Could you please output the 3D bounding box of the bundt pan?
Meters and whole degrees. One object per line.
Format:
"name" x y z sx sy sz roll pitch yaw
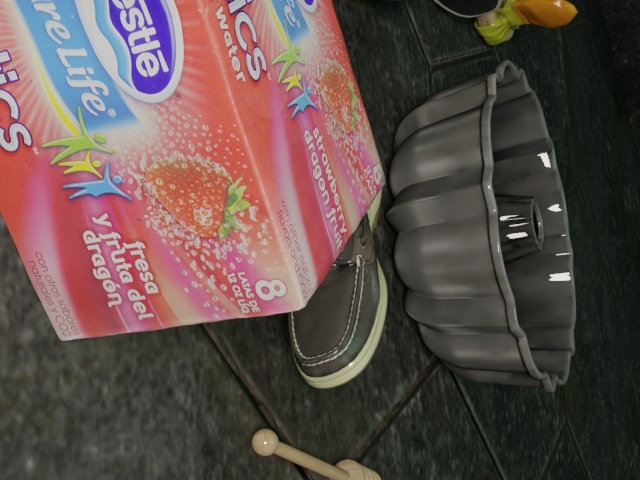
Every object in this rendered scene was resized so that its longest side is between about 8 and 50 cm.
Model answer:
"bundt pan" 0.161 -0.008 1.003 0.331 0.124 0.331 -8 90 -66

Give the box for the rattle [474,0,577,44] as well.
"rattle" 0.282 -0.368 1.376 0.130 0.143 0.200 50 42 -19

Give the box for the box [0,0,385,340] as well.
"box" -0.089 -0.121 0.476 0.154 0.142 0.300 -54 130 -58

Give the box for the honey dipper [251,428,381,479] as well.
"honey dipper" -0.001 0.162 0.708 0.160 0.030 0.030 40 47 -53

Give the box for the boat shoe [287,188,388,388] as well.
"boat shoe" 0.001 -0.001 0.718 0.073 0.080 0.223 50 33 -40

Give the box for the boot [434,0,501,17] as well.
"boot" 0.146 -0.386 1.146 0.244 0.088 0.176 40 45 -50
